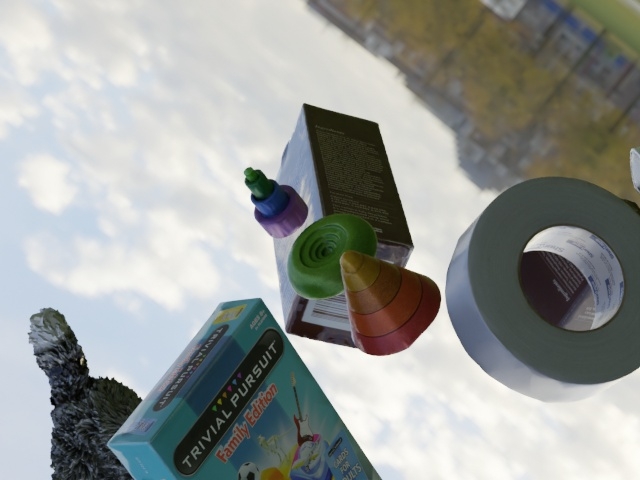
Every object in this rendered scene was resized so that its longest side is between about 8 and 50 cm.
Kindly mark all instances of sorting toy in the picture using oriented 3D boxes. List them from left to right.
[{"bbox_3d":[0.000,0.000,1.893,0.365,0.127,0.126,42,174,49],"label":"sorting toy"}]

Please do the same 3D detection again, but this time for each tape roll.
[{"bbox_3d":[0.239,0.049,1.552,0.219,0.219,0.072,39,154,2],"label":"tape roll"}]

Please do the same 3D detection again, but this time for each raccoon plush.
[{"bbox_3d":[-0.313,0.320,2.670,0.216,0.299,0.446,-78,-22,-44],"label":"raccoon plush"}]

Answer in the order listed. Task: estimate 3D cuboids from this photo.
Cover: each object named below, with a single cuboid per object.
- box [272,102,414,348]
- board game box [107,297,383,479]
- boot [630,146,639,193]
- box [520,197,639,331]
[{"bbox_3d":[0.021,-0.026,2.295,0.143,0.191,0.381,12,-150,-16],"label":"box"},{"bbox_3d":[-0.075,0.279,1.880,0.336,0.079,0.254,58,-133,-24],"label":"board game box"},{"bbox_3d":[0.535,-0.078,2.099,0.244,0.176,0.088,-98,0,-65],"label":"boot"},{"bbox_3d":[0.398,0.054,2.309,0.168,0.203,0.167,10,-146,-36],"label":"box"}]
